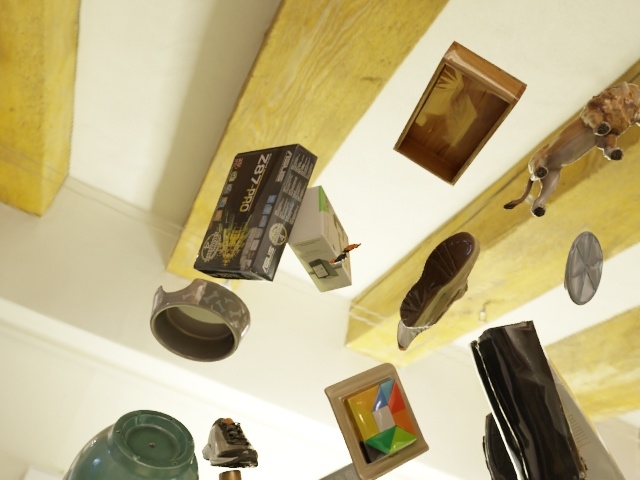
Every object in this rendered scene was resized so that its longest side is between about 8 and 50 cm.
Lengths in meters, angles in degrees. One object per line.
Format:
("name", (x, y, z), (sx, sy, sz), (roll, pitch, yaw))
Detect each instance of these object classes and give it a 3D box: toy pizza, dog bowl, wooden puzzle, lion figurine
("toy pizza", (0.699, 0.074, 1.811), (0.032, 0.201, 0.201), (6, -29, 47))
("dog bowl", (-0.413, 0.281, 2.279), (0.349, 0.102, 0.348), (6, -48, 7))
("wooden puzzle", (0.142, 0.431, 1.631), (0.221, 0.238, 0.044), (-15, -17, -36))
("lion figurine", (0.610, -0.226, 1.636), (0.392, 0.240, 0.142), (-33, -73, 28))

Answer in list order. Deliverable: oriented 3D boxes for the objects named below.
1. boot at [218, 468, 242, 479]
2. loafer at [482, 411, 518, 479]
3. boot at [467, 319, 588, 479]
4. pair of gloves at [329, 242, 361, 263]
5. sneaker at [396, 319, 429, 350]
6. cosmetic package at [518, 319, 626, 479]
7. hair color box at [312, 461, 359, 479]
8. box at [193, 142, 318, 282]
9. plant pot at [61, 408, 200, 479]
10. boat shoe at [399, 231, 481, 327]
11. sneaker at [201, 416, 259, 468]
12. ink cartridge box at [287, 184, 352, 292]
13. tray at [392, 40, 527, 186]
("boot", (-0.219, 0.667, 1.581), (0.104, 0.211, 0.295), (0, -27, -15))
("loafer", (0.473, 0.601, 1.767), (0.109, 0.302, 0.095), (0, -24, -27))
("boot", (0.403, 0.416, 1.394), (0.146, 0.445, 0.367), (-14, -19, -24))
("pair of gloves", (0.065, 0.033, 1.783), (0.010, 0.083, 0.074), (54, -29, -12))
("sneaker", (0.367, 0.313, 2.542), (0.121, 0.262, 0.099), (12, -42, 21))
("cosmetic package", (0.560, 0.436, 1.649), (0.161, 0.230, 0.453), (-32, -60, 12))
("hair color box", (-0.025, 0.801, 2.067), (0.374, 0.113, 0.185), (-9, -23, -44))
("box", (-0.194, -0.077, 1.964), (0.097, 0.394, 0.318), (31, -19, -38))
("plant pot", (-0.373, 0.482, 1.410), (0.293, 0.293, 0.196), (23, -71, -8))
("boat shoe", (0.345, 0.112, 1.863), (0.110, 0.121, 0.341), (10, -50, -30))
("sneaker", (-0.217, 0.479, 1.599), (0.100, 0.108, 0.271), (12, -11, -23))
("ink cartridge box", (0.000, 0.000, 2.036), (0.115, 0.198, 0.273), (-14, -39, 14))
("tray", (0.343, -0.310, 1.736), (0.203, 0.076, 0.411), (33, -26, 4))
